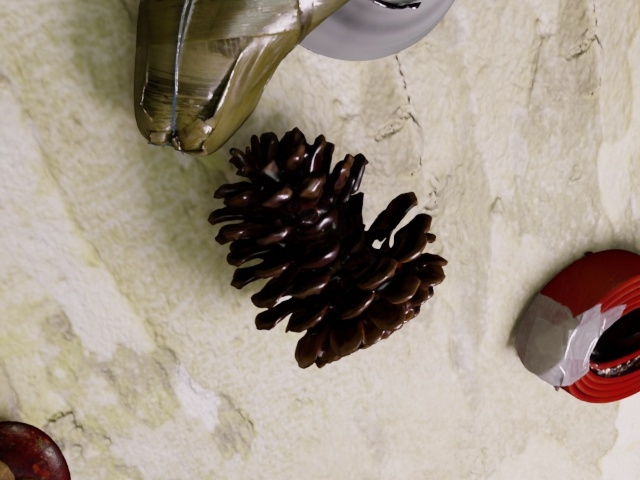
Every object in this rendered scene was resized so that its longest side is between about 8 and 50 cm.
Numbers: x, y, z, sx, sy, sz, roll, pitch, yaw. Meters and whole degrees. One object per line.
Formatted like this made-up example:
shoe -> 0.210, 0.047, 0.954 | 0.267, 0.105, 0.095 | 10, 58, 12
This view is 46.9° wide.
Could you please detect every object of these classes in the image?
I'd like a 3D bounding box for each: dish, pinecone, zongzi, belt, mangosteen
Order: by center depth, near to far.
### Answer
zongzi -> -0.052, -0.197, 0.756 | 0.274, 0.125, 0.250 | 8, 111, 0
mangosteen -> -0.357, 0.286, 0.800 | 0.156, 0.181, 0.145 | 0, 109, -7
dish -> 0.068, -0.350, 0.818 | 0.316, 0.106, 0.316 | -9, 112, -24
pinecone -> 0.002, -0.002, 0.846 | 0.246, 0.246, 0.292 | -42, 111, -7
belt -> 0.465, 0.137, 1.200 | 0.324, 0.115, 0.227 | -13, 112, -24
